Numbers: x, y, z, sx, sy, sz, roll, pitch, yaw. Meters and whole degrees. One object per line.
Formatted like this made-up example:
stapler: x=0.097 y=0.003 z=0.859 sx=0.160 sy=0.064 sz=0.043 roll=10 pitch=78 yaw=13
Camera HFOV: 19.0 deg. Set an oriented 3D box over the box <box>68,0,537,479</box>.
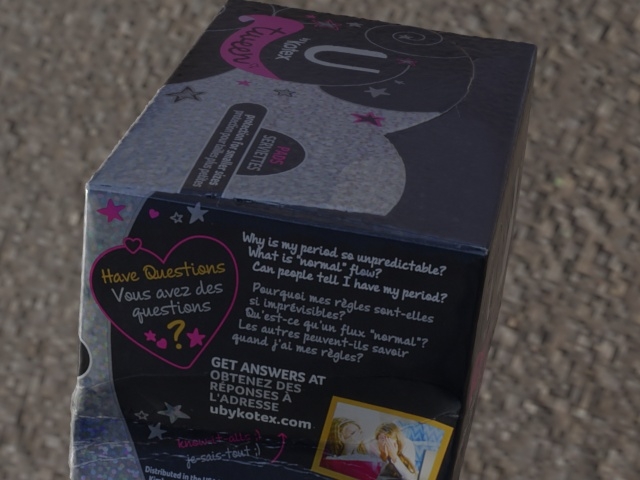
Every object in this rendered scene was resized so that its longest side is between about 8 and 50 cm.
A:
box: x=0.000 y=0.000 z=0.838 sx=0.163 sy=0.247 sz=0.142 roll=10 pitch=114 yaw=7
